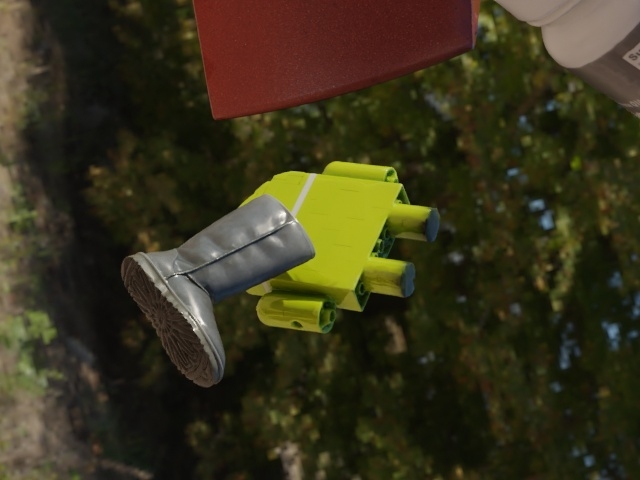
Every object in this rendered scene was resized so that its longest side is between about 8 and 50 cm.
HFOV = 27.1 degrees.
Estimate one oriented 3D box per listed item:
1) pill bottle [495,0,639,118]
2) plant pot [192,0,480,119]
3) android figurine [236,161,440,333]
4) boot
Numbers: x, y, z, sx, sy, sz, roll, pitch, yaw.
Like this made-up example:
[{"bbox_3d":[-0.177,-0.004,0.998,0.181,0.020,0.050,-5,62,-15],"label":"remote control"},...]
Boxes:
[{"bbox_3d":[0.134,-0.084,0.502,0.137,0.078,0.078,30,15,-17],"label":"pill bottle"},{"bbox_3d":[0.026,-0.286,1.198,0.267,0.236,0.267,-75,162,-53],"label":"plant pot"},{"bbox_3d":[0.000,0.000,1.602,0.248,0.273,0.056,-66,147,-32],"label":"android figurine"},{"bbox_3d":[-0.093,0.050,1.477,0.189,0.208,0.076,57,-40,18],"label":"boot"}]
